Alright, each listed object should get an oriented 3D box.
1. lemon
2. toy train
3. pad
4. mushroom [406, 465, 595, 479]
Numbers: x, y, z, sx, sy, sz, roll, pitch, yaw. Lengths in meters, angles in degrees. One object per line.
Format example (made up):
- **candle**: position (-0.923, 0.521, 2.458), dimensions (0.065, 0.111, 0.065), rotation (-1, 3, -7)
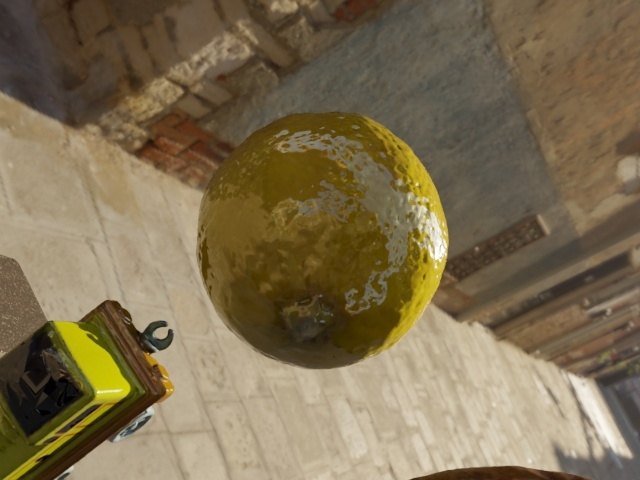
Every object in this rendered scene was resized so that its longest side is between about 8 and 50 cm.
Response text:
- **lemon**: position (0.001, -0.001, 0.800), dimensions (0.293, 0.293, 0.293), rotation (53, 17, -25)
- **toy train**: position (-0.203, 0.125, 0.534), dimensions (0.089, 0.219, 0.127), rotation (54, 3, 14)
- **pad**: position (-0.524, 0.088, 1.174), dimensions (0.220, 0.004, 0.330), rotation (57, 1, 16)
- **mushroom**: position (0.187, 0.358, 0.671), dimensions (0.260, 0.345, 0.345), rotation (96, -22, -58)
